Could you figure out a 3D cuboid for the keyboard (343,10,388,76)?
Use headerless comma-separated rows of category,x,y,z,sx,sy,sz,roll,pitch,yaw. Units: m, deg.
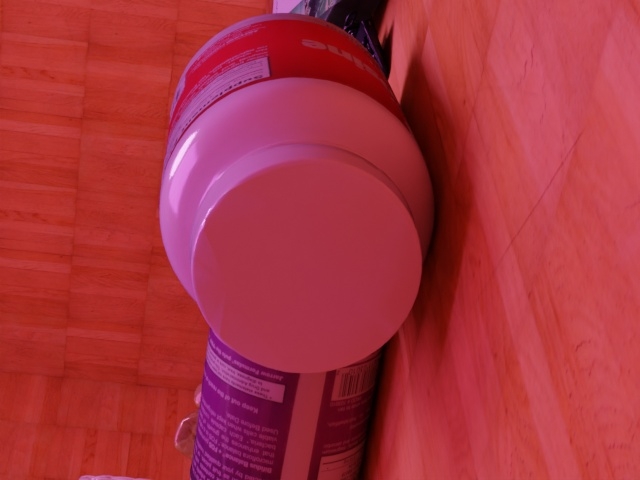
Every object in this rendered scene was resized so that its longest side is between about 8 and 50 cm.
keyboard,0.032,-0.188,1.539,0.192,0.038,0.100,114,141,-67

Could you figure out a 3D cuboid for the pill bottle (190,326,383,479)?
pill bottle,-0.038,0.189,1.317,0.169,0.169,0.301,-102,20,-69

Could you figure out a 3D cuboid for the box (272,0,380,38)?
box,0.008,-0.310,1.664,0.322,0.058,0.232,122,156,-53

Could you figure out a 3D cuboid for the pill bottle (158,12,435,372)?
pill bottle,-0.024,-0.051,1.178,0.408,0.229,0.229,-101,19,-68

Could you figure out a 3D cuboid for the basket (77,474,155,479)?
basket,-0.214,0.507,1.826,0.266,0.331,0.328,-154,70,-85

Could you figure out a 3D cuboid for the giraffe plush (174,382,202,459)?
giraffe plush,-0.079,0.270,1.784,0.210,0.181,0.170,61,179,7
